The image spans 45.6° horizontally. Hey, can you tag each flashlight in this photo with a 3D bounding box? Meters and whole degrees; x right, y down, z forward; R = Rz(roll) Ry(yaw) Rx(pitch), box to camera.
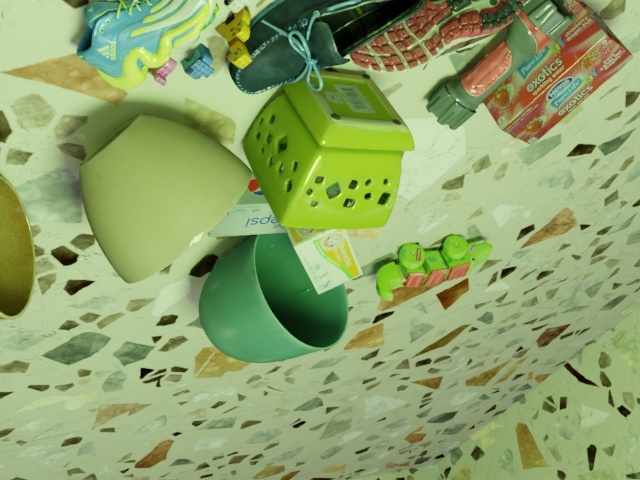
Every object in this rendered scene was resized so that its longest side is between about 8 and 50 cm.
[{"bbox_3d":[0.322,-0.334,1.412,0.304,0.103,0.103,-42,-175,33],"label":"flashlight"}]

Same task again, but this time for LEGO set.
[{"bbox_3d":[-0.161,-0.297,1.159,0.227,0.093,0.087,-36,146,19],"label":"LEGO set"}]

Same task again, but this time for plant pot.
[{"bbox_3d":[0.021,-0.170,1.348,0.227,0.228,0.207,-1,134,-31],"label":"plant pot"},{"bbox_3d":[-0.636,0.024,1.241,0.255,0.237,0.237,-6,147,1],"label":"plant pot"},{"bbox_3d":[-0.122,0.132,1.653,0.235,0.292,0.293,-27,151,33],"label":"plant pot"},{"bbox_3d":[-0.282,-0.095,1.258,0.284,0.284,0.191,-34,112,16],"label":"plant pot"}]

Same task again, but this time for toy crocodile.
[{"bbox_3d":[0.295,0.069,1.970,0.341,0.105,0.115,-11,146,-20],"label":"toy crocodile"}]

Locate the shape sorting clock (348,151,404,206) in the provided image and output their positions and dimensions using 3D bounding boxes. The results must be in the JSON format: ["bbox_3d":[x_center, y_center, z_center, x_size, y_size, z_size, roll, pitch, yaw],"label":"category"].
[{"bbox_3d":[0.108,-0.112,1.574,0.206,0.040,0.206,-46,170,-10],"label":"shape sorting clock"}]

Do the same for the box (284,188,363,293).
[{"bbox_3d":[0.000,0.000,1.503,0.103,0.114,0.203,-25,146,0],"label":"box"}]

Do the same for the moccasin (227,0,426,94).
[{"bbox_3d":[0.005,-0.331,1.191,0.342,0.116,0.138,-33,147,15],"label":"moccasin"}]

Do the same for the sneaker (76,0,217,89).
[{"bbox_3d":[-0.255,-0.312,1.081,0.240,0.091,0.126,-40,144,26],"label":"sneaker"}]

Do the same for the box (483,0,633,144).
[{"bbox_3d":[0.443,-0.323,1.469,0.123,0.128,0.257,14,133,-44],"label":"box"}]

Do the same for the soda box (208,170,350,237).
[{"bbox_3d":[-0.093,-0.076,1.526,0.286,0.091,0.098,-5,142,-27],"label":"soda box"}]

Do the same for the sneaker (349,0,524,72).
[{"bbox_3d":[0.194,-0.352,1.291,0.299,0.120,0.112,-15,178,2],"label":"sneaker"}]
